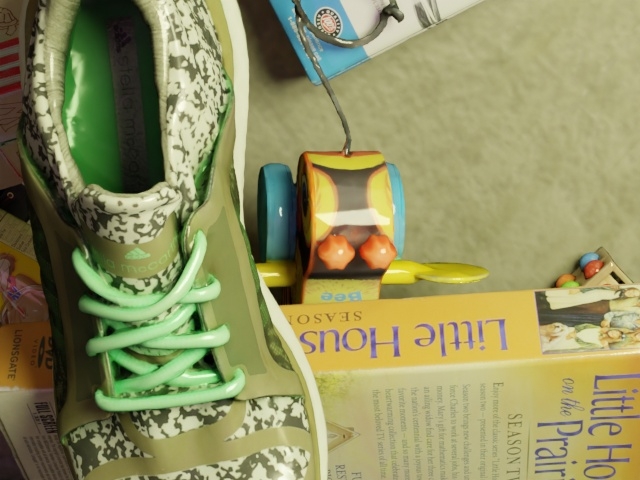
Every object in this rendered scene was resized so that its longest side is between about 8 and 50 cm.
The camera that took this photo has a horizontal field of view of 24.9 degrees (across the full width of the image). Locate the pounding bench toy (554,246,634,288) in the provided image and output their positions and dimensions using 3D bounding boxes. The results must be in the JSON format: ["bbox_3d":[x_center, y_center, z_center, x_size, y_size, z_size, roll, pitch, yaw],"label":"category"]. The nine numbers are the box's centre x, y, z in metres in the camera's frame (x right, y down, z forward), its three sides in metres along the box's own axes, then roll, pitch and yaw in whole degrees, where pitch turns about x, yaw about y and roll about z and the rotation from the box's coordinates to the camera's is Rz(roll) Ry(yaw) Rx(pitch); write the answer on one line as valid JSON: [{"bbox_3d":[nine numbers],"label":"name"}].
[{"bbox_3d":[0.191,0.055,1.038,0.083,0.052,0.065,-44,97,10],"label":"pounding bench toy"}]

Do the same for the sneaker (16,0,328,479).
[{"bbox_3d":[-0.097,0.018,0.762,0.158,0.182,0.410,-13,87,4],"label":"sneaker"}]

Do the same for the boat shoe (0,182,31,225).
[{"bbox_3d":[-0.193,-0.059,1.033,0.042,0.049,0.133,37,106,-13],"label":"boat shoe"}]

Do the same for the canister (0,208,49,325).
[{"bbox_3d":[-0.226,0.036,1.024,0.170,0.073,0.126,29,137,-7],"label":"canister"}]

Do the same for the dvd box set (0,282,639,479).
[{"bbox_3d":[0.020,0.151,0.977,0.420,0.062,0.307,-4,141,4],"label":"dvd box set"}]

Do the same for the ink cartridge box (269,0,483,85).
[{"bbox_3d":[0.049,-0.211,0.973,0.191,0.082,0.139,-26,100,7],"label":"ink cartridge box"}]

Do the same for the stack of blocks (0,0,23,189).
[{"bbox_3d":[-0.274,-0.112,0.958,0.297,0.171,0.087,-16,145,6],"label":"stack of blocks"}]

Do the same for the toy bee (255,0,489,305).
[{"bbox_3d":[0.000,0.000,0.934,0.195,0.162,0.298,-18,124,5],"label":"toy bee"}]
